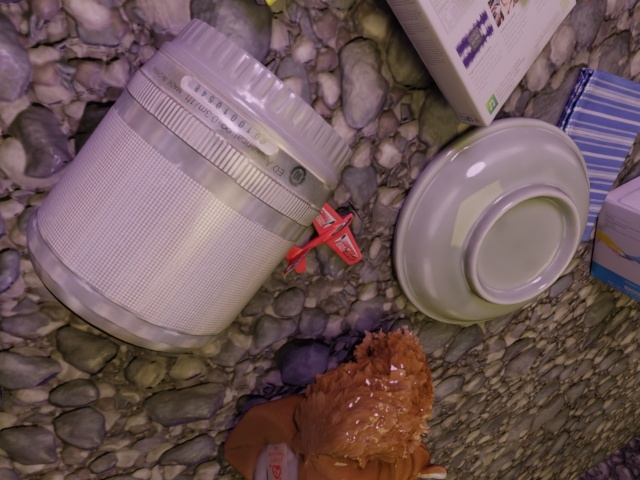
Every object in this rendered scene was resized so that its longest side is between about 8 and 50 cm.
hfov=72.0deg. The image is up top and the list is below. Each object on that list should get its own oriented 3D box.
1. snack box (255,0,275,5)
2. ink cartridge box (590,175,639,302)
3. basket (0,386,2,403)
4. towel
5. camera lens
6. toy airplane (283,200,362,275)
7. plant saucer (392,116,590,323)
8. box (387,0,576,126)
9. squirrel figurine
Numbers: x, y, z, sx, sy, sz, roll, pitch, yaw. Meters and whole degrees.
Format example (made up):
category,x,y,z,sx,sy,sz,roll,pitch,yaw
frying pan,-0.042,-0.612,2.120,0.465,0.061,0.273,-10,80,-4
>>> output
category,x,y,z,sx,sy,sz,roll,pitch,yaw
snack box,-0.034,-0.331,0.453,0.141,0.037,0.100,-42,130,-3
ink cartridge box,0.738,-0.006,0.968,0.171,0.168,0.232,-27,125,-12
basket,-0.405,0.127,0.358,0.201,0.289,0.254,-29,124,-17
towel,0.518,-0.142,0.857,0.243,0.040,0.335,0,117,-29
camera lens,-0.129,-0.043,0.452,0.219,0.219,0.274,34,98,-37
toy airplane,0.000,0.000,0.667,0.151,0.028,0.151,-12,121,-21
plant saucer,0.325,-0.003,0.762,0.401,0.100,0.400,-8,116,-16
box,0.189,-0.335,0.538,0.232,0.058,0.322,-53,130,-5
squirrel figurine,0.088,0.357,0.774,0.371,0.281,0.396,14,112,-40
